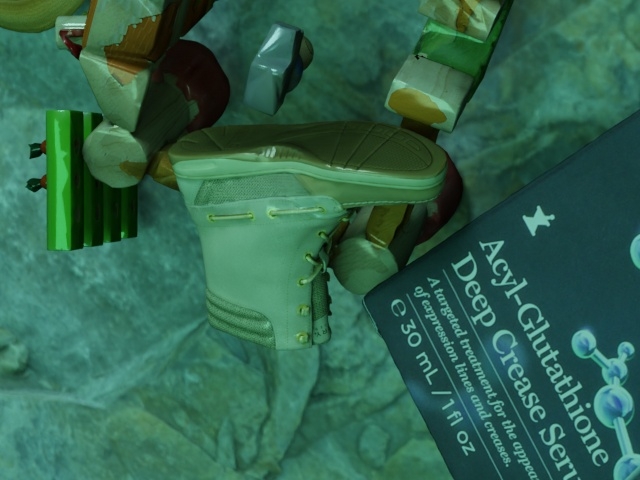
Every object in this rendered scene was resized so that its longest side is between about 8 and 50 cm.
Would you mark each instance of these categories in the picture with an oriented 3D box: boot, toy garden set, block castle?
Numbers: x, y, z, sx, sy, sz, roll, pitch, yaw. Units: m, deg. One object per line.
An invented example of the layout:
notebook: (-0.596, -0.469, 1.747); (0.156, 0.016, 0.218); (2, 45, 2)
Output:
boot: (0.000, 0.000, 1.463); (0.213, 0.077, 0.165); (2, 117, 23)
toy garden set: (-0.198, -0.098, 1.632); (0.049, 0.244, 0.203); (0, 92, 7)
block castle: (0.013, -0.216, 1.513); (0.303, 0.213, 0.453); (22, 122, 6)

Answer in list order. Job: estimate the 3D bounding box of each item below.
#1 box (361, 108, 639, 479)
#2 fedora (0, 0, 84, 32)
box: (0.282, 0.067, 1.426); (0.395, 0.212, 0.293); (-36, 73, 30)
fedora: (-0.241, -0.275, 1.691); (0.194, 0.079, 0.194); (5, 102, 25)
